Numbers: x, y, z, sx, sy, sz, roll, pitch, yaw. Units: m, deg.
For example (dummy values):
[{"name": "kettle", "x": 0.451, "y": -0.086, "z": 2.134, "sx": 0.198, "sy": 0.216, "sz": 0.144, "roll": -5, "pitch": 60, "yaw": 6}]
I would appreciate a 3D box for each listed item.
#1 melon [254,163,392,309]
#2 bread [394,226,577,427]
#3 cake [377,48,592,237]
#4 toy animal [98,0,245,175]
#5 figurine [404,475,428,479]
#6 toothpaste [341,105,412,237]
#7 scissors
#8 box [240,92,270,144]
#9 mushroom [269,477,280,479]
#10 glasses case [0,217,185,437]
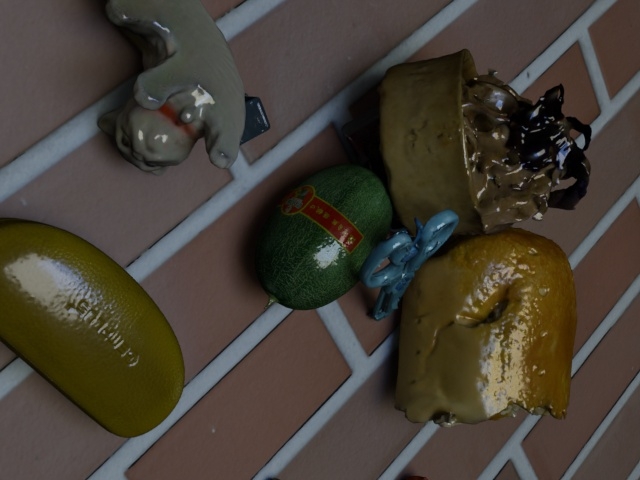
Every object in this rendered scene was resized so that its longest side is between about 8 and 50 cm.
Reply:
[{"name": "melon", "x": 0.000, "y": 0.000, "z": 1.357, "sx": 0.182, "sy": 0.182, "sz": 0.287, "roll": 49, "pitch": 66, "yaw": -32}, {"name": "bread", "x": 0.335, "y": 0.168, "z": 1.598, "sx": 0.361, "sy": 0.250, "sz": 0.394, "roll": 8, "pitch": 90, "yaw": -40}, {"name": "cake", "x": 0.286, "y": -0.165, "z": 1.410, "sx": 0.332, "sy": 0.321, "sz": 0.332, "roll": -6, "pitch": 90, "yaw": -71}, {"name": "toy animal", "x": -0.249, "y": -0.247, "z": 1.167, "sx": 0.308, "sy": 0.188, "sz": 0.266, "roll": 35, "pitch": 53, "yaw": -25}, {"name": "figurine", "x": 0.180, "y": 0.522, "z": 1.636, "sx": 0.068, "sy": 0.075, "sz": 0.140, "roll": 8, "pitch": 93, "yaw": -38}, {"name": "toothpaste", "x": 0.122, "y": -0.105, "z": 1.527, "sx": 0.096, "sy": 0.061, "sz": 0.266, "roll": -33, "pitch": 109, "yaw": -29}, {"name": "scissors", "x": 0.126, "y": 0.062, "z": 1.390, "sx": 0.180, "sy": 0.393, "sz": 0.032, "roll": -28, "pitch": 70, "yaw": -17}, {"name": "box", "x": -0.129, "y": -0.183, "z": 1.310, "sx": 0.099, "sy": 0.054, "sz": 0.074, "roll": -34, "pitch": 117, "yaw": -31}, {"name": "mushroom", "x": -0.067, "y": 0.519, "z": 1.424, "sx": 0.227, "sy": 0.148, "sz": 0.217, "roll": 30, "pitch": 61, "yaw": -42}, {"name": "glasses case", "x": -0.322, "y": 0.112, "z": 1.143, "sx": 0.173, "sy": 0.141, "sz": 0.371, "roll": -51, "pitch": 123, "yaw": -22}]
